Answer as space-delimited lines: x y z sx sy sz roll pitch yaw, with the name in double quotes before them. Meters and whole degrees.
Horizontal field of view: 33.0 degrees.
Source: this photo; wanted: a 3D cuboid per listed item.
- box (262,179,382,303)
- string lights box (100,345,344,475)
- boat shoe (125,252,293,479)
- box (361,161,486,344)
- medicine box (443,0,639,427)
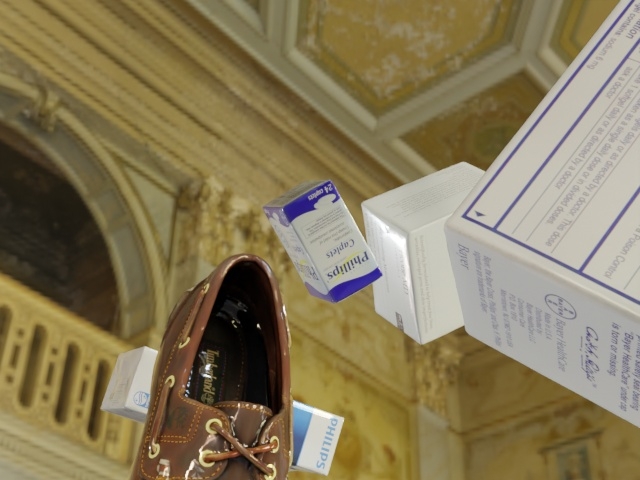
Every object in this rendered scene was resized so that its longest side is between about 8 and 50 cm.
"box" 0.000 0.000 1.340 0.072 0.126 0.137 -31 -81 -11
"string lights box" -0.119 0.209 1.299 0.260 0.076 0.133 22 -17 -19
"boat shoe" -0.049 0.094 0.508 0.073 0.207 0.073 18 -48 -23
"box" 0.168 0.015 1.483 0.182 0.119 0.181 -22 -59 -24
"medicine box" 0.275 -0.005 0.708 0.289 0.263 0.149 29 -22 28
